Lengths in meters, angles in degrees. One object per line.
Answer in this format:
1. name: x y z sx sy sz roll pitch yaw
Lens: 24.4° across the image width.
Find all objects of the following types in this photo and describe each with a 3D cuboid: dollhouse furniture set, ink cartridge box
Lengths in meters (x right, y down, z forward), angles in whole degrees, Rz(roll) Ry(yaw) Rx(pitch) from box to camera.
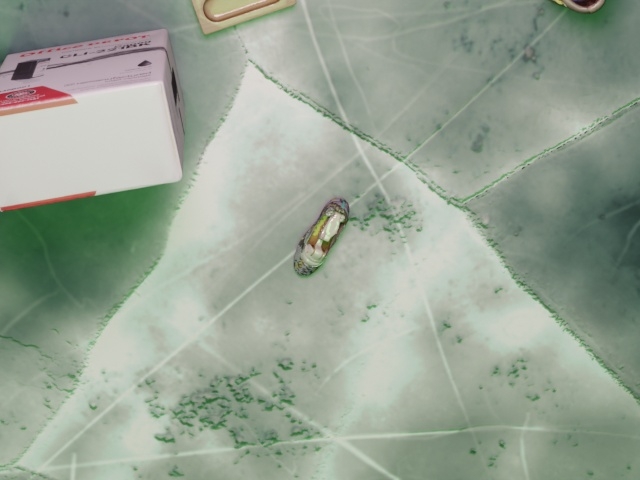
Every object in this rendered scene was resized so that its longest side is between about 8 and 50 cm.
1. dollhouse furniture set: -0.114 -0.303 1.653 0.144 0.123 0.151 -18 113 2
2. ink cartridge box: -0.255 -0.139 1.630 0.197 0.273 0.114 -10 109 -1

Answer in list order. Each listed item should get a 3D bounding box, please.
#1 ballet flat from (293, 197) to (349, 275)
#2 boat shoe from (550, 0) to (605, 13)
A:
1. ballet flat: 0.000 0.000 1.836 0.041 0.041 0.114 25 108 -15
2. boat shoe: 0.250 -0.406 1.659 0.116 0.097 0.324 -21 113 4
